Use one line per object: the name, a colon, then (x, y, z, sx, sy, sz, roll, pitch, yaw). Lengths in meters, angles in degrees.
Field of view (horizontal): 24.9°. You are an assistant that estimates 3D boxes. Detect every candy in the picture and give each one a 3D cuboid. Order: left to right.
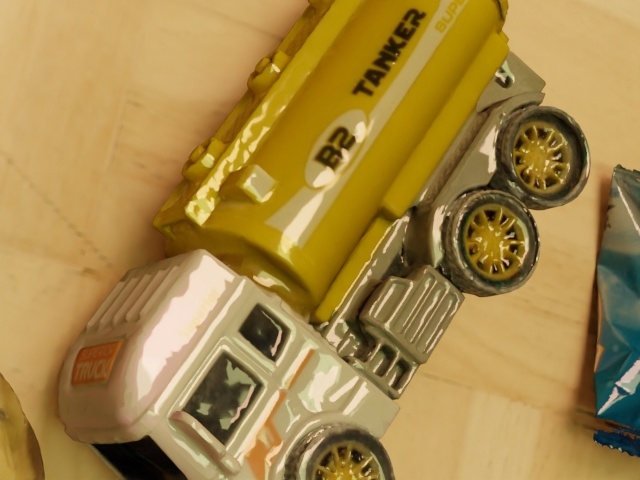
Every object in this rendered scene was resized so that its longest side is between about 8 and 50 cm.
candy: (0.155, 0.033, 0.637, 0.088, 0.038, 0.136, 19, 68, -30)

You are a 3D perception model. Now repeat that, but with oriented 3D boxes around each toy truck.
toy truck: (0.000, 0.000, 0.519, 0.114, 0.098, 0.227, 41, 66, -17)

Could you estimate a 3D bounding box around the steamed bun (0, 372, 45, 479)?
steamed bun: (-0.172, 0.072, 0.394, 0.177, 0.192, 0.106, 19, 118, -34)
